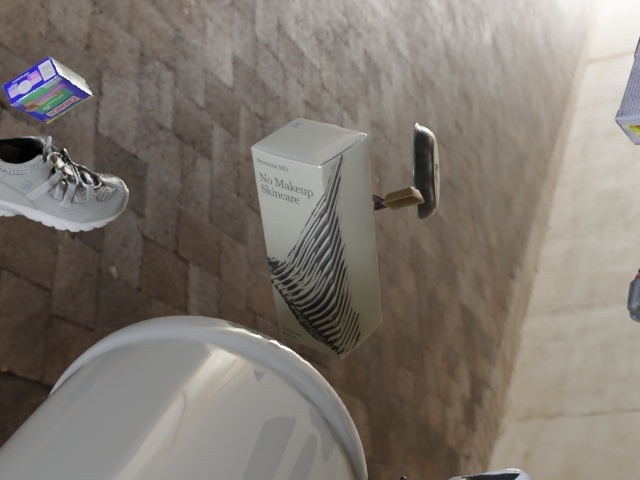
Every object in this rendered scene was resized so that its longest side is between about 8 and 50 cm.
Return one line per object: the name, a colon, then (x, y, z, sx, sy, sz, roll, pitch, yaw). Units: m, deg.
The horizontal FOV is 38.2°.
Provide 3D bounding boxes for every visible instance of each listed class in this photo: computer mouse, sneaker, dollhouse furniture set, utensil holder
computer mouse: (0.207, 0.367, 1.316, 0.042, 0.193, 0.106, -90, 167, -51)
sneaker: (-0.377, -0.088, 1.284, 0.281, 0.115, 0.105, 4, 35, -49)
dollhouse furniture set: (0.095, -0.042, 1.443, 0.091, 0.114, 0.081, 26, 62, -40)
utensil holder: (-0.147, 0.283, 0.718, 0.385, 0.328, 0.327, -61, 136, -68)

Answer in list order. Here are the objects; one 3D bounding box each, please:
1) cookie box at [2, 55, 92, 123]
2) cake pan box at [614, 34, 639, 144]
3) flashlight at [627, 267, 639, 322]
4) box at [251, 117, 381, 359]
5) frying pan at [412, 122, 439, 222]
cookie box: (-0.423, -0.233, 1.441, 0.040, 0.092, 0.107, 63, 9, 14)
cake pan box: (0.501, -0.241, 1.088, 0.070, 0.246, 0.267, 37, 67, -40)
flashlight: (0.520, -0.026, 1.349, 0.103, 0.103, 0.304, 95, 9, -72)
box: (0.000, 0.000, 1.117, 0.094, 0.113, 0.275, -38, 132, -39)
frying pan: (0.218, -0.121, 1.881, 0.326, 0.053, 0.197, 41, 48, -73)
